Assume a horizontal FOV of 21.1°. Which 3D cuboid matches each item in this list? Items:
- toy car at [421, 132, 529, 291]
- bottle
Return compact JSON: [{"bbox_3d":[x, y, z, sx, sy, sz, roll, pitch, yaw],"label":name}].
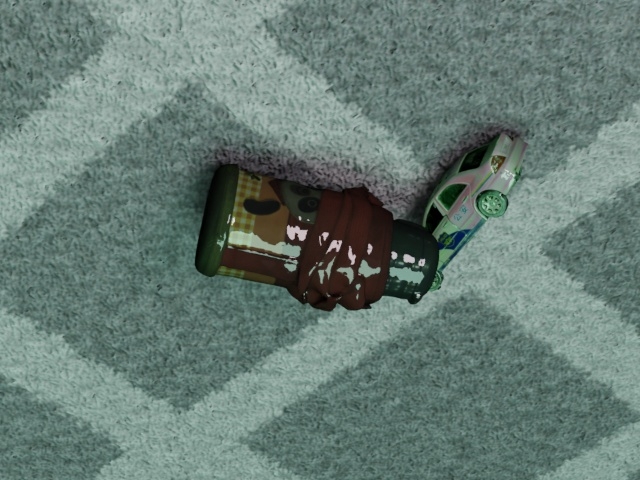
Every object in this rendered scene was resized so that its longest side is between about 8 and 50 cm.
[{"bbox_3d":[0.160,-0.034,2.011,0.076,0.090,0.224,35,125,-5],"label":"toy car"},{"bbox_3d":[0.000,0.000,1.960,0.271,0.156,0.143,13,163,-6],"label":"bottle"}]
